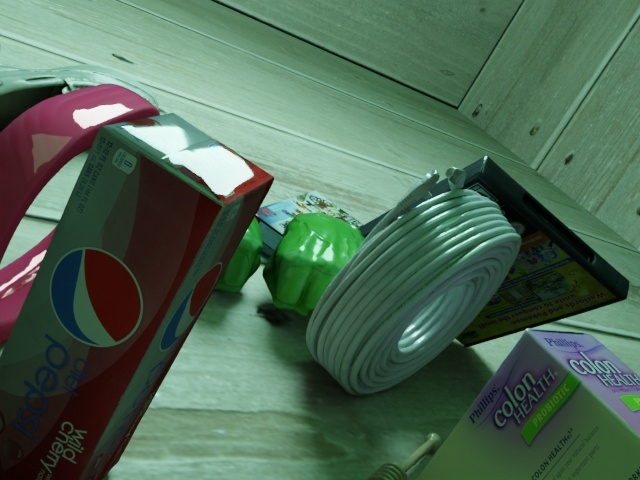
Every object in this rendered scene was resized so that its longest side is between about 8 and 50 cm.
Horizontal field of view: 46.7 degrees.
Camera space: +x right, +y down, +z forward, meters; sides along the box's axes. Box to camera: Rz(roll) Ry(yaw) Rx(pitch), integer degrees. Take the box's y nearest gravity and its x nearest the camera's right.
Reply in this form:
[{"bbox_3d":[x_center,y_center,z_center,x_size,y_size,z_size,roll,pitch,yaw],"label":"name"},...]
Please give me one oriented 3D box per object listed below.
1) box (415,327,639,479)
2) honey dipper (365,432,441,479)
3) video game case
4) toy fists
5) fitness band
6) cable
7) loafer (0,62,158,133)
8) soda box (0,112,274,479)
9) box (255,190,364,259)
[{"bbox_3d":[0.222,0.233,0.612,0.117,0.214,0.243,9,29,-44],"label":"box"},{"bbox_3d":[0.086,0.219,0.730,0.030,0.030,0.160,38,18,19],"label":"honey dipper"},{"bbox_3d":[0.197,0.031,0.945,0.248,0.275,0.035,38,54,-17],"label":"video game case"},{"bbox_3d":[-0.064,0.014,0.872,0.279,0.096,0.142,18,19,-10],"label":"toy fists"},{"bbox_3d":[-0.222,-0.030,0.625,0.054,0.209,0.291,28,20,-2],"label":"fitness band"},{"bbox_3d":[0.104,0.059,0.799,0.089,0.257,0.257,48,9,26],"label":"cable"},{"bbox_3d":[-0.338,-0.163,0.936,0.319,0.112,0.111,-6,46,-46],"label":"loafer"},{"bbox_3d":[-0.134,0.054,0.473,0.083,0.263,0.092,32,21,5],"label":"soda box"},{"bbox_3d":[0.000,0.000,1.089,0.159,0.044,0.233,35,21,12],"label":"box"}]
